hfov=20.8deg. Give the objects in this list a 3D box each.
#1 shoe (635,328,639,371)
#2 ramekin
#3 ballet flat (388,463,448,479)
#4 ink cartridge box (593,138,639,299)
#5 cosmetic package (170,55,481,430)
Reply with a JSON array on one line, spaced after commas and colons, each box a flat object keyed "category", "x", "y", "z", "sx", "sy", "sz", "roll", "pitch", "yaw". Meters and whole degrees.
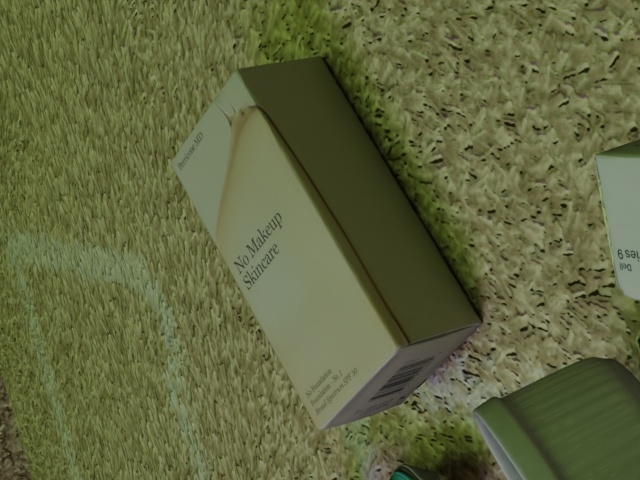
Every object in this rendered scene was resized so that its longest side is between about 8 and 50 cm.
[{"category": "shoe", "x": 0.272, "y": 0.046, "z": 1.199, "sx": 0.063, "sy": 0.081, "sz": 0.178, "roll": 48, "pitch": 146, "yaw": 37}, {"category": "ramekin", "x": 0.209, "y": 0.182, "z": 1.254, "sx": 0.207, "sy": 0.109, "sz": 0.207, "roll": 59, "pitch": 178, "yaw": 3}, {"category": "ballet flat", "x": 0.096, "y": 0.251, "z": 1.682, "sx": 0.213, "sy": 0.068, "sz": 0.072, "roll": 130, "pitch": 123, "yaw": -69}, {"category": "ink cartridge box", "x": 0.285, "y": -0.031, "z": 0.974, "sx": 0.154, "sy": 0.212, "sz": 0.093, "roll": 7, "pitch": 113, "yaw": 62}, {"category": "cosmetic package", "x": 0.000, "y": 0.000, "z": 1.621, "sx": 0.309, "sy": 0.113, "sz": 0.160, "roll": 58, "pitch": 137, "yaw": 20}]
